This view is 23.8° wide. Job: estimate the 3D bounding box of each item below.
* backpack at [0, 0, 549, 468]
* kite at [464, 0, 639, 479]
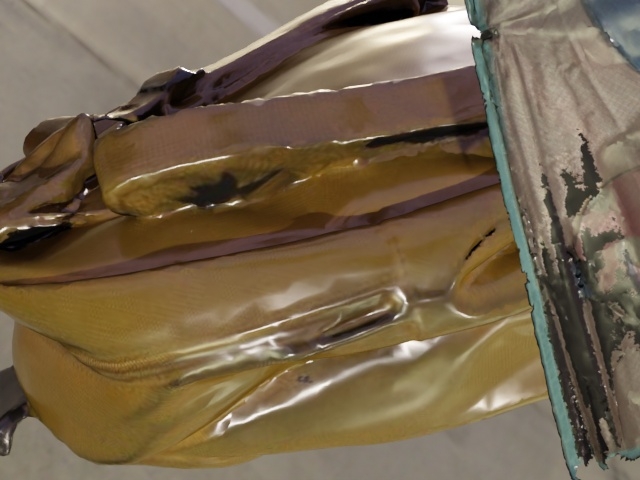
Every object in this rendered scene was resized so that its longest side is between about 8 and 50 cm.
[{"bbox_3d":[-0.002,-0.006,0.783,0.353,0.378,0.201,-136,-148,-71],"label":"backpack"},{"bbox_3d":[0.146,-0.057,0.342,0.314,0.335,0.011,33,31,-3],"label":"kite"}]
